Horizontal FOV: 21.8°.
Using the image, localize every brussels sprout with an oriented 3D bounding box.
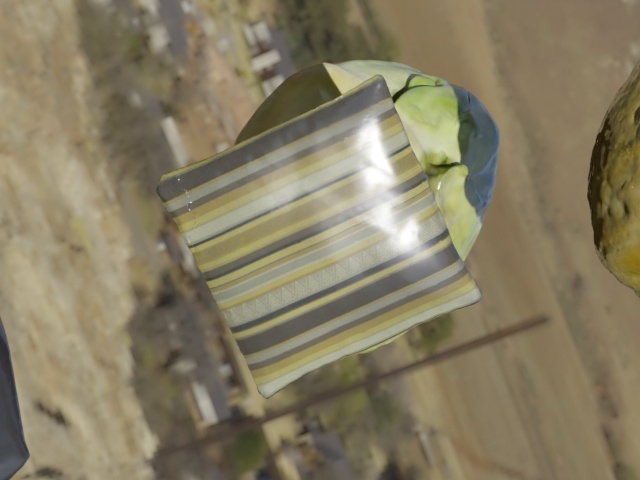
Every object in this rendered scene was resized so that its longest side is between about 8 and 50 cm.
[{"bbox_3d":[0.033,-0.032,1.651,0.247,0.328,0.328,26,-6,25],"label":"brussels sprout"}]

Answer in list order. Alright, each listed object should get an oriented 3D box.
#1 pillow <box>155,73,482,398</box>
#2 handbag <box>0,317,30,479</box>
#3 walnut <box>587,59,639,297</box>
[{"bbox_3d":[0.000,0.000,1.375,0.052,0.208,0.212,-88,153,-77],"label":"pillow"},{"bbox_3d":[-0.400,0.049,1.452,0.288,0.152,0.342,43,15,-41],"label":"handbag"},{"bbox_3d":[0.325,-0.067,1.248,0.227,0.283,0.283,28,32,-24],"label":"walnut"}]
